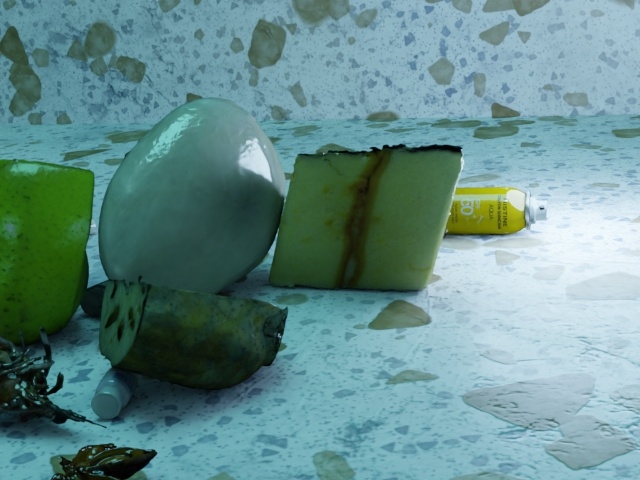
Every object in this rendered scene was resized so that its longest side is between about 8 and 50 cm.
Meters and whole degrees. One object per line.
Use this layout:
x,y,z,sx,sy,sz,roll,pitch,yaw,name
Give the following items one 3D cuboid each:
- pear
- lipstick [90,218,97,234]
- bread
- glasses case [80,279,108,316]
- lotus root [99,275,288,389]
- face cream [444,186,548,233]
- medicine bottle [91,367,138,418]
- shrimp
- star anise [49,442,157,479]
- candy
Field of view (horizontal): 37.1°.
-0.537,0.029,1.698,0.239,0.318,0.342,5,-9,-25,pear
-0.602,-0.019,2.274,0.141,0.040,0.040,-20,23,-37,lipstick
0.085,-0.071,1.817,0.346,0.405,0.242,11,31,8,bread
-0.322,0.070,1.875,0.114,0.060,0.299,-16,6,43,glasses case
-0.190,0.149,1.470,0.260,0.149,0.267,15,-6,-24,lotus root
0.317,-0.064,2.074,0.349,0.105,0.105,0,19,14,face cream
-0.308,0.226,1.425,0.052,0.052,0.089,-3,18,6,medicine bottle
-0.448,0.210,1.414,0.343,0.116,0.145,12,48,35,shrimp
-0.275,0.301,1.188,0.157,0.053,0.212,-2,17,8,star anise
-0.225,-0.047,1.750,0.186,0.386,0.427,18,47,37,candy
